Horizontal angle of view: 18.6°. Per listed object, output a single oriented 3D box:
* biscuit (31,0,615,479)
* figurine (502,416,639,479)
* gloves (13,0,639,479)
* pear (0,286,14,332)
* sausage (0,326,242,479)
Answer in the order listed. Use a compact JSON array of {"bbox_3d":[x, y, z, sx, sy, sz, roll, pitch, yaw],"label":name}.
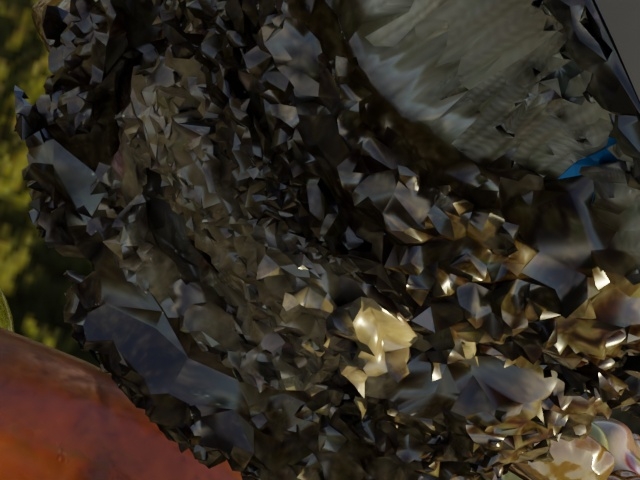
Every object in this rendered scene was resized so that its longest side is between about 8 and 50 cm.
[{"bbox_3d":[-0.001,0.001,0.791,0.301,0.043,0.278,45,3,27],"label":"biscuit"},{"bbox_3d":[0.110,0.169,1.221,0.205,0.225,0.382,-32,44,-8],"label":"figurine"},{"bbox_3d":[0.033,-0.028,0.482,0.210,0.312,0.135,46,60,-16],"label":"gloves"},{"bbox_3d":[-0.276,0.055,1.137,0.198,0.198,0.198,13,44,-12],"label":"pear"},{"bbox_3d":[-0.108,0.099,0.698,0.258,0.133,0.133,23,42,0],"label":"sausage"}]
